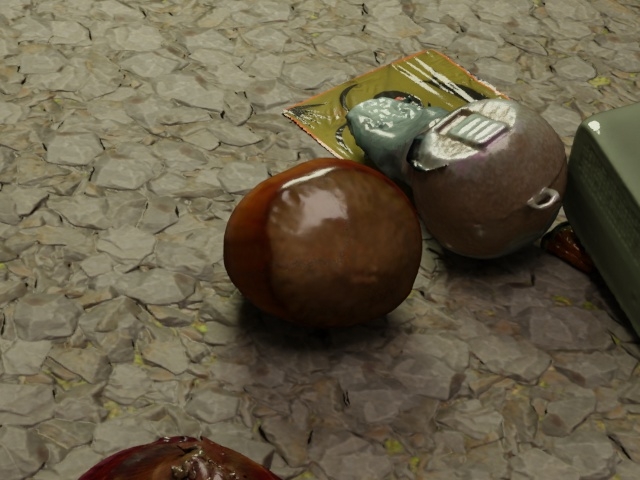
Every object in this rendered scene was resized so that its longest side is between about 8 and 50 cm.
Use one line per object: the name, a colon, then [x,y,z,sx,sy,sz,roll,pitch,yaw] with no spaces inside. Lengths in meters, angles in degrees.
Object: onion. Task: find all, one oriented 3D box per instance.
onion: [-0.110,0.237,1.373,0.230,0.163,0.230,0,32,0]

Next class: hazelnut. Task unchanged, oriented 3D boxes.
hazelnut: [0.000,0.000,1.705,0.214,0.176,0.214,4,8,-1]

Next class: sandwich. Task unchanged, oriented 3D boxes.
sandwich: [0.311,0.008,1.874,0.101,0.026,0.069,29,39,24]

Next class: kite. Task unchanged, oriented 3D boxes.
kite: [0.113,-0.141,2.044,0.328,0.013,0.377,9,39,1]

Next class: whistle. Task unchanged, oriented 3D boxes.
whistle: [0.156,-0.083,1.878,0.189,0.189,0.348,-17,28,-30]

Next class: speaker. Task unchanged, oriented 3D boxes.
speaker: [0.422,0.018,1.741,0.184,0.183,0.406,-10,47,-16]
